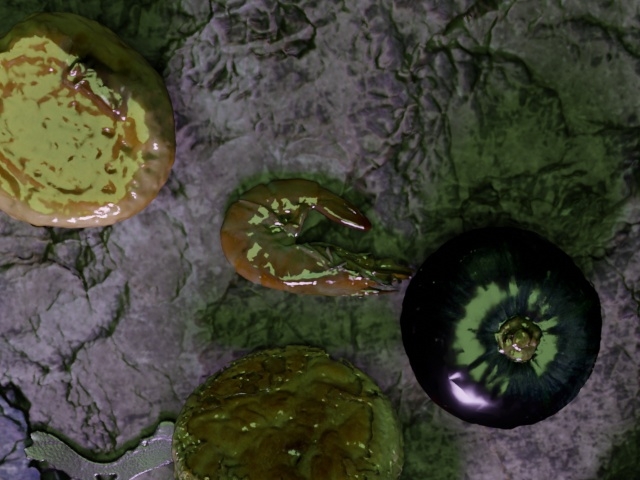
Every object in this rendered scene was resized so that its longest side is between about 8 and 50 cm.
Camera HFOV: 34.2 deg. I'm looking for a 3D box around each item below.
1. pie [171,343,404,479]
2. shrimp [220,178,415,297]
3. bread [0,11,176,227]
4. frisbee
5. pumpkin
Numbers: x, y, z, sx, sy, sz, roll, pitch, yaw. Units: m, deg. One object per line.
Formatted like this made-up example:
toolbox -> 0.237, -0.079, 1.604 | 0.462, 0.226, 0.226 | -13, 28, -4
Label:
pie -> -0.035, 0.239, 1.182 | 0.274, 0.055, 0.274 | 2, 56, -3
shrimp -> 0.000, 0.001, 1.224 | 0.236, 0.053, 0.133 | 11, 81, 0
bread -> -0.276, -0.131, 1.141 | 0.245, 0.134, 0.244 | -1, 100, -4
frisbee -> -0.275, 0.283, 1.284 | 0.187, 0.012, 0.211 | 32, 99, -6
pumpkin -> 0.203, 0.097, 1.183 | 0.233, 0.163, 0.233 | -1, 101, -4
